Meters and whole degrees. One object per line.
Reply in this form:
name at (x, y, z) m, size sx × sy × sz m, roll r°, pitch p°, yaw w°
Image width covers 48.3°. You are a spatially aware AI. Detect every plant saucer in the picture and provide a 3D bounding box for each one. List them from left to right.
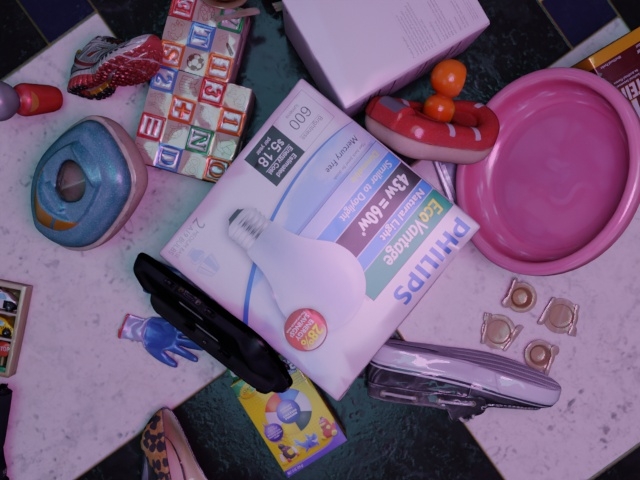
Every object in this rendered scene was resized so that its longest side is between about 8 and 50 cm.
plant saucer at (0.371, -0.106, 1.153) m, size 0.084 × 0.332 × 0.332 m, roll 8°, pitch 91°, yaw -41°

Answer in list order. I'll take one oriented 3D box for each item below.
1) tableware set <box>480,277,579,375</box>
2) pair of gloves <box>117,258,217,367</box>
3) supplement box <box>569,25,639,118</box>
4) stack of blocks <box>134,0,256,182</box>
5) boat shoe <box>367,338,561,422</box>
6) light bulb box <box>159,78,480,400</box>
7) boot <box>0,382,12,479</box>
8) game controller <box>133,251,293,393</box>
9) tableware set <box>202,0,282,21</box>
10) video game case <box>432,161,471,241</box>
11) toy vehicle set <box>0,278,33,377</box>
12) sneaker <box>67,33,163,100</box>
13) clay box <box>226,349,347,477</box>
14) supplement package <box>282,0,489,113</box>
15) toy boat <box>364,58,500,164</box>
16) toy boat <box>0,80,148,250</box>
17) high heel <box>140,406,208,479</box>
tableware set at (0.380, 0.152, 1.291) m, size 0.168 × 0.020 × 0.141 m, roll 26°, pitch 91°, yaw -2°
pair of gloves at (-0.268, 0.122, 1.282) m, size 0.159 × 0.023 × 0.198 m, roll 19°, pitch 92°, yaw -1°
supplement box at (0.513, -0.234, 1.199) m, size 0.129 × 0.191 × 0.194 m, roll -31°, pitch 92°, yaw -1°
stack of blocks at (-0.202, -0.257, 1.242) m, size 0.171 × 0.087 × 0.297 m, roll 14°, pitch 91°, yaw -1°
boat shoe at (0.243, 0.258, 1.257) m, size 0.335 × 0.121 × 0.119 m, roll 11°, pitch 99°, yaw 10°
light bulb box at (0.000, 0.000, 1.181) m, size 0.361 × 0.225 × 0.358 m, roll 39°, pitch 91°, yaw 0°
boot at (-0.664, 0.346, 1.244) m, size 0.246 × 0.094 × 0.207 m, roll 1°, pitch 95°, yaw -7°
game controller at (-0.175, 0.128, 1.134) m, size 0.319 × 0.167 × 0.067 m, roll 29°, pitch 58°, yaw 31°
tableware set at (-0.112, -0.440, 1.207) m, size 0.194 × 0.039 × 0.128 m, roll -18°, pitch 62°, yaw -20°
video game case at (0.305, -0.113, 1.284) m, size 0.173 × 0.022 × 0.191 m, roll -21°, pitch 91°, yaw 0°
toy vehicle set at (-0.662, 0.136, 1.270) m, size 0.266 × 0.035 × 0.166 m, roll 11°, pitch 91°, yaw -1°
sneaker at (-0.351, -0.309, 1.198) m, size 0.225 × 0.088 × 0.093 m, roll -8°, pitch 78°, yaw 36°
clay box at (-0.064, 0.290, 1.272) m, size 0.127 × 0.053 × 0.222 m, roll -32°, pitch 92°, yaw 0°
supplement package at (0.098, -0.354, 1.188) m, size 0.262 × 0.198 × 0.199 m, roll -31°, pitch 92°, yaw 0°
toy boat at (0.191, -0.212, 1.135) m, size 0.231 × 0.151 × 0.151 m, roll 0°, pitch 118°, yaw -39°
toy boat at (-0.440, -0.134, 1.188) m, size 0.267 × 0.148 × 0.318 m, roll -42°, pitch 78°, yaw 33°
high heel at (-0.210, 0.401, 1.213) m, size 0.261 × 0.093 × 0.186 m, roll 12°, pitch 96°, yaw 31°
